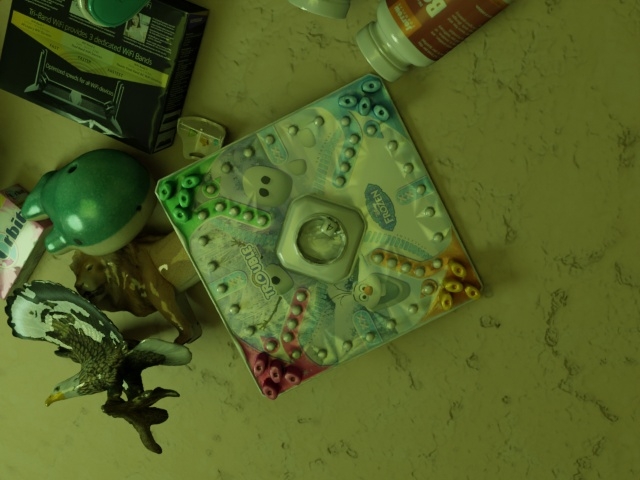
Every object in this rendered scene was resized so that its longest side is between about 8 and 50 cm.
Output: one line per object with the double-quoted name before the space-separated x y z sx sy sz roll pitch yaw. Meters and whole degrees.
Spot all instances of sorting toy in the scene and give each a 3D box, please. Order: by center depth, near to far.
"sorting toy" -0.194 -0.158 1.717 0.083 0.045 0.075 24 120 11

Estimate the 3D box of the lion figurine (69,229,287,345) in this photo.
"lion figurine" -0.218 0.024 1.746 0.392 0.142 0.240 -34 85 11

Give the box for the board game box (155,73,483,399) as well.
"board game box" 0.000 0.000 1.614 0.390 0.050 0.390 -27 97 3

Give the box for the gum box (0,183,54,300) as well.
"gum box" -0.559 0.007 1.883 0.107 0.062 0.188 38 115 5

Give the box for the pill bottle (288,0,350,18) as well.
"pill bottle" 0.033 -0.454 1.484 0.146 0.146 0.264 24 113 11

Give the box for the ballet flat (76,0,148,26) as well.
"ballet flat" -0.208 -0.476 1.558 0.400 0.139 0.139 -37 92 3

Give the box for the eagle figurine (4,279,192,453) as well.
"eagle figurine" -0.372 0.193 1.741 0.298 0.225 0.226 50 134 38

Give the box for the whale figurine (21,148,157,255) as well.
"whale figurine" -0.400 -0.079 1.726 0.272 0.216 0.141 11 150 38

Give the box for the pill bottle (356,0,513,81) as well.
"pill bottle" 0.160 -0.326 1.492 0.216 0.121 0.121 -37 92 25

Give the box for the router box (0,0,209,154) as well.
"router box" -0.360 -0.311 1.703 0.309 0.081 0.242 24 113 11
